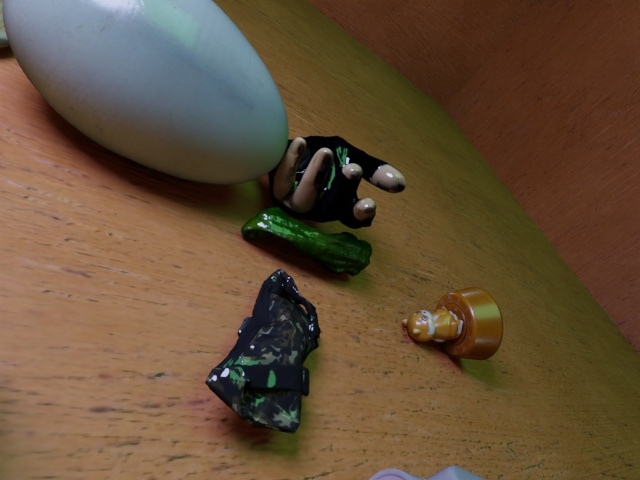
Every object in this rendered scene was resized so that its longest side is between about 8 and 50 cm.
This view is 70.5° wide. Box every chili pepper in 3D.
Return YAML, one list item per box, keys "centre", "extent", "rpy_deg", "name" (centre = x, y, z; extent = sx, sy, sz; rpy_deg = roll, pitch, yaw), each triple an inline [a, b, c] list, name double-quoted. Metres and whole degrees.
- centre: [-0.004, 0.004, 0.720]
  extent: [0.257, 0.074, 0.100]
  rpy_deg: [25, -10, -37]
  name: "chili pepper"

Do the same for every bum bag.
- centre: [-0.048, 0.120, 0.517]
  extent: [0.102, 0.069, 0.248]
  rpy_deg: [63, 20, -15]
  name: "bum bag"

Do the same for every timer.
- centre: [0.219, 0.149, 0.802]
  extent: [0.152, 0.132, 0.132]
  rpy_deg: [2, 46, -22]
  name: "timer"

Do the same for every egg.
- centre: [-0.198, -0.206, 0.589]
  extent: [0.371, 0.230, 0.230]
  rpy_deg: [32, 30, -35]
  name: "egg"

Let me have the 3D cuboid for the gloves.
- centre: [0.019, -0.099, 0.738]
  extent: [0.197, 0.152, 0.301]
  rpy_deg: [-12, 14, -12]
  name: "gloves"

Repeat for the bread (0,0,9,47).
- centre: [-0.446, -0.292, 0.584]
  extent: [0.112, 0.036, 0.193]
  rpy_deg: [29, 28, -36]
  name: "bread"

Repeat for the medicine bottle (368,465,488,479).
- centre: [0.172, 0.339, 0.473]
  extent: [0.296, 0.111, 0.161]
  rpy_deg: [33, 29, -24]
  name: "medicine bottle"
